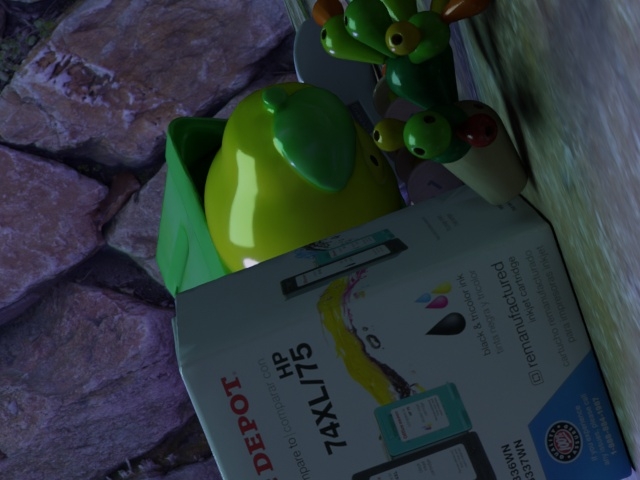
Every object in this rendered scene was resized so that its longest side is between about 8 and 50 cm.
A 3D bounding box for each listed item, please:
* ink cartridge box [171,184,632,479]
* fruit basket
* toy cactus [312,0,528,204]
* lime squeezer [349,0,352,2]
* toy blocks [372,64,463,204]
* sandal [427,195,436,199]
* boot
[{"bbox_3d":[0.051,0.103,1.267,0.197,0.270,0.198,-115,4,-76],"label":"ink cartridge box"},{"bbox_3d":[0.000,0.000,1.616,0.392,0.283,0.392,-5,84,59],"label":"fruit basket"},{"bbox_3d":[0.081,-0.102,1.134,0.180,0.112,0.219,48,-172,-30],"label":"toy cactus"},{"bbox_3d":[-0.010,-0.342,1.736,0.310,0.059,0.110,72,177,-58],"label":"lime squeezer"},{"bbox_3d":[0.080,-0.111,1.606,0.148,0.054,0.123,-112,1,-61],"label":"toy blocks"},{"bbox_3d":[0.146,0.024,1.509,0.179,0.040,0.067,54,-168,-26],"label":"sandal"},{"bbox_3d":[0.038,-0.137,2.064,0.123,0.095,0.258,88,162,-65],"label":"boot"}]
